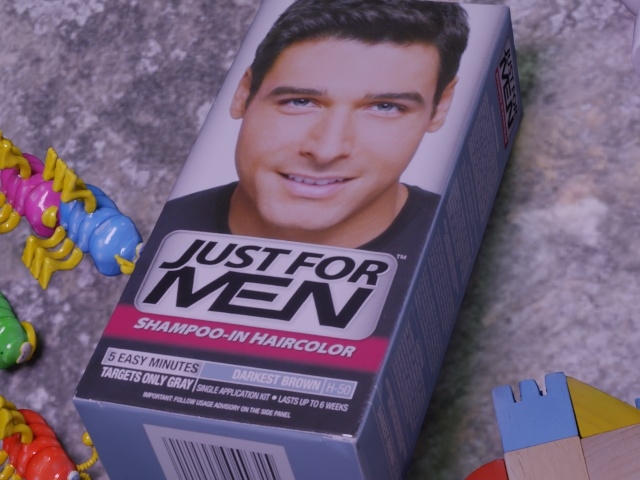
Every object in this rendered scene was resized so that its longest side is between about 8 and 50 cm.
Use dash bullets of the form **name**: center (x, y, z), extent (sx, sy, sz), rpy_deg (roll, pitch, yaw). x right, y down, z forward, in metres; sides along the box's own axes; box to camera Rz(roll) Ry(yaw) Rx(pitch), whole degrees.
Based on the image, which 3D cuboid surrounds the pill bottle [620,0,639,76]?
- **pill bottle**: center (0.295, -0.261, 1.203), extent (0.181, 0.181, 0.323), rpy_deg (3, 67, 18)

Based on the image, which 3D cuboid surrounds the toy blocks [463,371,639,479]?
- **toy blocks**: center (0.177, 0.195, 1.052), extent (0.381, 0.191, 0.261), rpy_deg (-16, 51, 9)

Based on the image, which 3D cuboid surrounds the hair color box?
- **hair color box**: center (0.000, 0.000, 1.153), extent (0.185, 0.114, 0.374), rpy_deg (6, 50, 19)

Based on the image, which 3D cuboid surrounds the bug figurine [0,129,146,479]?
- **bug figurine**: center (-0.199, 0.044, 1.225), extent (0.216, 0.072, 0.279), rpy_deg (49, 129, 43)
